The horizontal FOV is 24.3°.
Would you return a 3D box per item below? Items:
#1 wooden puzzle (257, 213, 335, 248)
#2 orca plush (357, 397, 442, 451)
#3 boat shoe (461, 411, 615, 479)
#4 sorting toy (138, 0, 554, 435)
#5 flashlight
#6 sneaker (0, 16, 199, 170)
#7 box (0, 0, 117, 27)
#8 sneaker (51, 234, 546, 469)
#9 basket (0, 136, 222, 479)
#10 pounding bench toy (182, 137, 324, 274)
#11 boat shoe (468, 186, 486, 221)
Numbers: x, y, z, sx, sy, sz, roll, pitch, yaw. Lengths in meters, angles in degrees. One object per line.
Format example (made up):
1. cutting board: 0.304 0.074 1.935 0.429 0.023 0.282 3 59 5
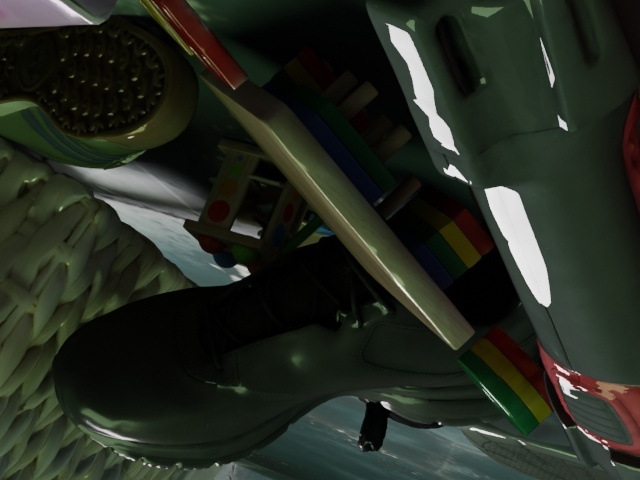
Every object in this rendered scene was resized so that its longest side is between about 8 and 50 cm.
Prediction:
1. wooden puzzle: 0.000 0.000 0.965 0.078 0.014 0.116 23 167 -19
2. orca plush: 0.066 0.105 1.046 0.151 0.102 0.287 18 167 -1
3. boat shoe: 0.242 0.110 0.858 0.320 0.103 0.118 10 159 28
4. sorting toy: 0.011 -0.036 0.659 0.274 0.046 0.132 49 178 -21
5. flashlight: 0.103 -0.015 0.508 0.103 0.103 0.304 -18 138 9
6. sneaker: -0.113 -0.072 0.783 0.192 0.064 0.086 9 168 43
7. box: -0.184 -0.163 0.429 0.243 0.117 0.213 8 160 47
8. sneaker: -0.003 0.043 0.812 0.286 0.109 0.130 -9 147 -14
9. basket: -0.269 0.092 0.966 0.328 0.331 0.266 29 170 32
10. pounding bench toy: -0.025 -0.011 0.851 0.083 0.065 0.052 15 164 25
11. boat shoe: 0.132 0.000 0.668 0.170 0.063 0.059 33 -172 -16
